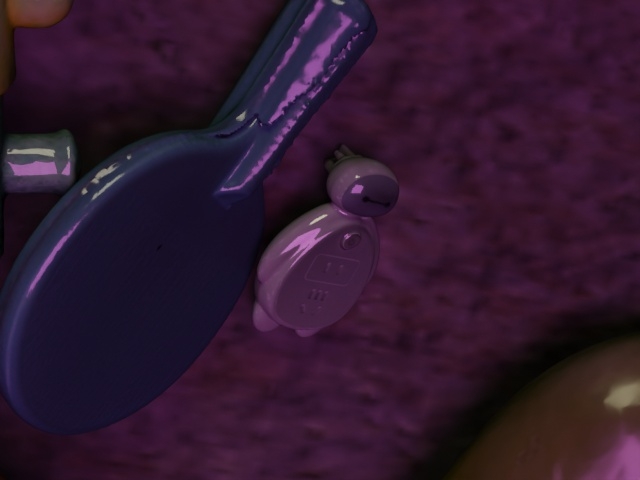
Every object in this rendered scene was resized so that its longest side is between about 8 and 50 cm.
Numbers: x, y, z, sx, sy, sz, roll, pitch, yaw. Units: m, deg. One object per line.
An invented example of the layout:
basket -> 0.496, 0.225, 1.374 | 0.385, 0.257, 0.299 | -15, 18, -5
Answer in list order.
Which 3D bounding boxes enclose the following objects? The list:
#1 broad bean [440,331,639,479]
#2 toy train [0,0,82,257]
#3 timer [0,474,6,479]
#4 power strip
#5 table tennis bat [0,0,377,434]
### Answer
broad bean -> 0.119, 0.159, 0.680 | 0.189, 0.121, 0.263 | 24, 89, -14
toy train -> -0.167, -0.118, 0.493 | 0.237, 0.150, 0.369 | -1, 112, -18
timer -> -0.184, 0.170, 0.547 | 0.215, 0.229, 0.229 | -38, 114, -8
power strip -> 0.000, 0.000, 0.630 | 0.055, 0.035, 0.083 | 10, 119, -39
table tennis bat -> -0.046, -0.012, 0.591 | 0.201, 0.033, 0.124 | -55, 151, -2
